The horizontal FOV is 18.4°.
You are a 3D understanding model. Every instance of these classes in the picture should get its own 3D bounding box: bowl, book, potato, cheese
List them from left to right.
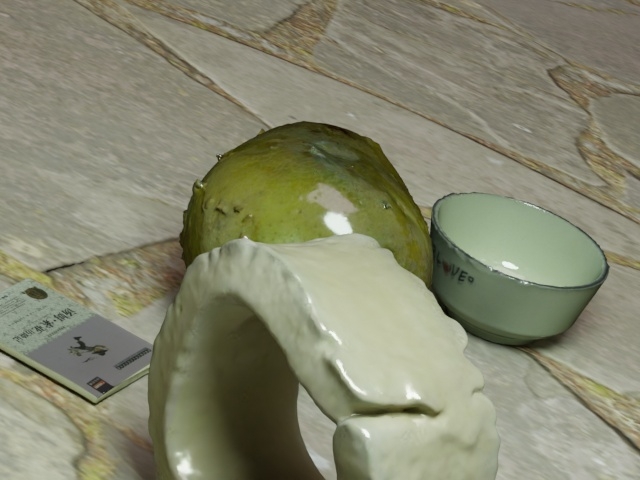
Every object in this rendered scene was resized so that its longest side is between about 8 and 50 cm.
[{"bbox_3d":[-0.256,0.097,1.953,0.181,0.014,0.127,27,28,20],"label":"book"},{"bbox_3d":[-0.017,-0.009,2.083,0.269,0.219,0.359,22,18,-10],"label":"potato"},{"bbox_3d":[0.000,0.164,1.666,0.153,0.292,0.332,-7,41,-40],"label":"cheese"},{"bbox_3d":[0.210,0.042,2.223,0.211,0.112,0.211,13,27,-7],"label":"bowl"}]
